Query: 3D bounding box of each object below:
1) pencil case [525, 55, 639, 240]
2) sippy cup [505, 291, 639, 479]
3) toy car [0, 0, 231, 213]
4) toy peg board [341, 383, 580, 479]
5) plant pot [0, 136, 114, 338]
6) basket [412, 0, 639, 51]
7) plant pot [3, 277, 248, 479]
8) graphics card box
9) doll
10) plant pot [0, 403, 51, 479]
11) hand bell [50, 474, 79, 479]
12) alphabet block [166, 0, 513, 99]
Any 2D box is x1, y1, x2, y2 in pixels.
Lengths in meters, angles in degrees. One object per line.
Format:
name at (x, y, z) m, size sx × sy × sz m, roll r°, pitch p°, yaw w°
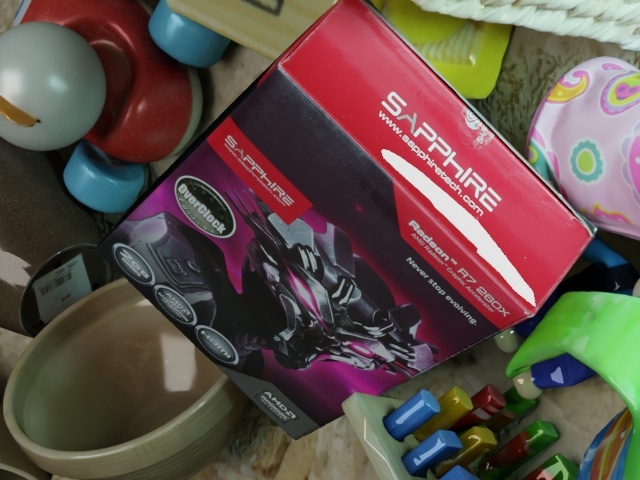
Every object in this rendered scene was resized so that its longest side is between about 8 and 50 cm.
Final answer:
pencil case at (0.263, -0.027, 1.040) m, size 0.284 × 0.124 × 0.124 m, roll 28°, pitch 109°, yaw 43°
sippy cup at (0.253, 0.159, 0.954) m, size 0.224 × 0.240 × 0.305 m, roll 130°, pitch 126°, yaw -75°
toy car at (-0.241, -0.154, 1.479) m, size 0.210 × 0.238 × 0.219 m, roll 47°, pitch 119°, yaw 22°
toy peg board at (0.119, 0.166, 1.175) m, size 0.079 × 0.161 × 0.161 m, roll -41°, pitch 59°, yaw 21°
plant pot at (-0.310, -0.009, 1.604) m, size 0.230 × 0.215 × 0.215 m, roll 38°, pitch 116°, yaw 35°
basket at (0.197, -0.329, 1.015) m, size 0.331 × 0.266 × 0.328 m, roll -31°, pitch 68°, yaw 44°
plant pot at (-0.148, 0.137, 1.455) m, size 0.237 × 0.237 × 0.109 m, roll 19°, pitch 145°, yaw 46°
graphics card box at (0.000, 0.000, 1.199) m, size 0.233 × 0.094 × 0.371 m, roll 44°, pitch 149°, yaw -7°
doll at (0.192, 0.060, 1.135) m, size 0.189 × 0.046 × 0.129 m, roll -36°, pitch 75°, yaw 59°
plant pot at (-0.408, 0.235, 1.695) m, size 0.256 × 0.256 × 0.274 m, roll -64°, pitch 32°, yaw 24°
hand bell at (-0.223, 0.143, 1.593) m, size 0.126 × 0.126 × 0.242 m, roll -40°, pitch 49°, yaw 39°
alphabet block at (0.028, -0.229, 1.249) m, size 0.197 × 0.192 × 0.193 m, roll 31°, pitch 113°, yaw 42°
